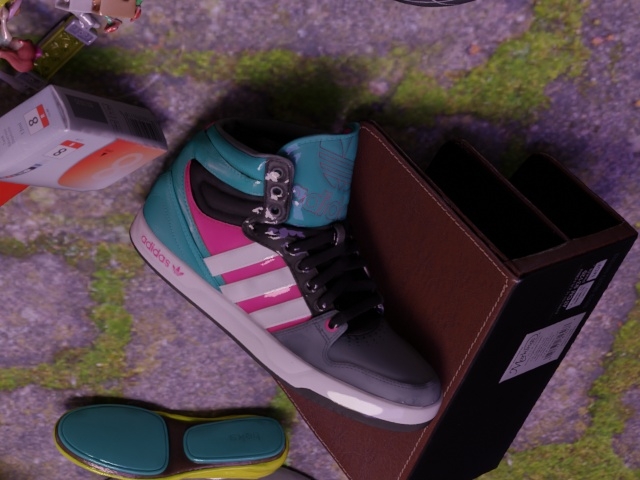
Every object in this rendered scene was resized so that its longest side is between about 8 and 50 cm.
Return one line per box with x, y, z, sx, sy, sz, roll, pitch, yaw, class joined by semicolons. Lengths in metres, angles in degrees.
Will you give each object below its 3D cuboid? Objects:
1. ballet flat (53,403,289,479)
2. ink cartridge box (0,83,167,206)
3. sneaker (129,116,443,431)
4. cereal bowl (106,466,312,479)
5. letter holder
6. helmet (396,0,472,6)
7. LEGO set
-0.146;0.207;1.264;0.231;0.077;0.077;4;148;-14;ballet flat
-0.225;-0.049;0.982;0.179;0.045;0.145;-32;167;18;ink cartridge box
0.000;0.000;1.000;0.295;0.124;0.178;36;118;15;sneaker
-0.126;0.387;1.382;0.338;0.141;0.339;-4;132;-4;cereal bowl
0.092;0.052;1.118;0.152;0.214;0.302;-16;142;-38;letter holder
0.084;-0.233;0.830;0.169;0.169;0.162;-9;116;1;helmet
-0.187;-0.146;0.892;0.287;0.132;0.107;-18;142;39;LEGO set
